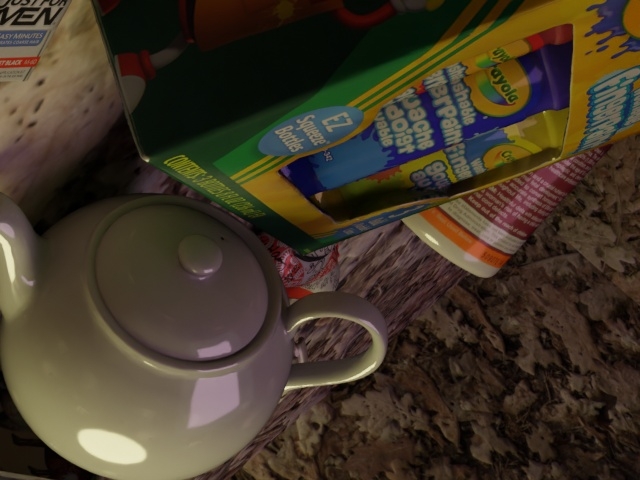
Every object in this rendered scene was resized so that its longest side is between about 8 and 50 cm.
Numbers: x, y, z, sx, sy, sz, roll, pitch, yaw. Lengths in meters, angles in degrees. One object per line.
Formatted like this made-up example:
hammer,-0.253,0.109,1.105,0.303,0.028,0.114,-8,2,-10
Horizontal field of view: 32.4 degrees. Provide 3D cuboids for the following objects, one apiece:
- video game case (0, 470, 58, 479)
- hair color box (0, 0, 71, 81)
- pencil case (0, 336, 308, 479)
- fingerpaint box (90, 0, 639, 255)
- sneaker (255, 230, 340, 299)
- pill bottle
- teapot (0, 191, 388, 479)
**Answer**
video game case,-0.284,0.238,0.916,0.204,0.285,0.025,116,-17,-52
hair color box,-0.156,-0.157,0.550,0.167,0.053,0.093,-54,164,25
pencil case,-0.168,0.153,1.130,0.410,0.183,0.160,-18,120,-63
fingerpaint box,0.090,-0.141,0.800,0.371,0.163,0.445,-20,169,7
sneaker,0.001,0.001,1.410,0.145,0.090,0.270,-48,164,15
pill bottle,0.276,-0.161,1.497,0.392,0.224,0.224,-49,166,15
teapot,-0.115,0.057,0.858,0.256,0.252,0.187,-28,165,-40
